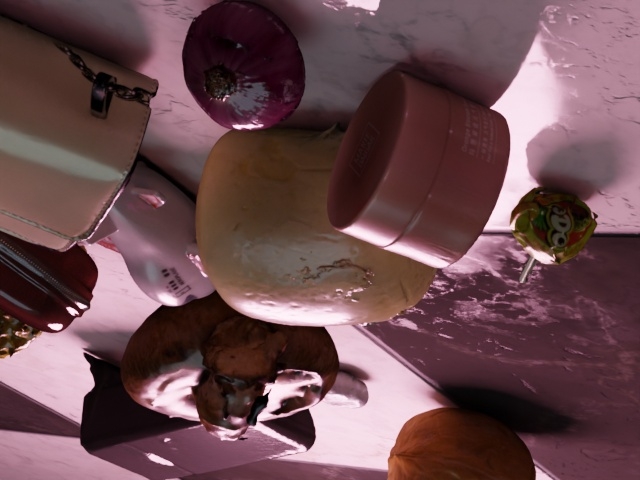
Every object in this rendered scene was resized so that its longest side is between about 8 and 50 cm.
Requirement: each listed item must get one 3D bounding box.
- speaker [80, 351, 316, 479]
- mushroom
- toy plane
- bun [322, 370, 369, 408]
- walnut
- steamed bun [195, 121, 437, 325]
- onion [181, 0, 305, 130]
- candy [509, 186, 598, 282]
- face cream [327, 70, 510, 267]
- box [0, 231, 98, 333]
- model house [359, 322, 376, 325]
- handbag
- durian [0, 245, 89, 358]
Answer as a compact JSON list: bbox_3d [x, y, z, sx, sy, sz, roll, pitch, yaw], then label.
[{"bbox_3d":[-0.199,0.241,2.477,0.388,0.184,0.180,-16,147,36],"label":"speaker"},{"bbox_3d":[-0.109,0.148,2.041,0.263,0.195,0.283,13,178,-18],"label":"mushroom"},{"bbox_3d":[-0.183,-0.004,1.799,0.252,0.118,0.252,19,163,6],"label":"toy plane"},{"bbox_3d":[0.032,0.213,2.333,0.083,0.045,0.083,12,163,4],"label":"bun"},{"bbox_3d":[0.199,0.339,2.335,0.225,0.193,0.193,14,162,-23],"label":"walnut"},{"bbox_3d":[0.000,0.000,1.611,0.232,0.166,0.273,11,160,16],"label":"steamed bun"},{"bbox_3d":[-0.061,-0.150,1.376,0.115,0.104,0.115,18,122,31],"label":"onion"},{"bbox_3d":[0.221,0.005,1.640,0.077,0.073,0.262,32,169,7],"label":"candy"},{"bbox_3d":[0.084,-0.061,1.412,0.104,0.149,0.149,21,159,-18],"label":"face cream"},{"bbox_3d":[-0.427,-0.037,1.794,0.404,0.108,0.263,37,169,-27],"label":"box"},{"bbox_3d":[0.056,0.041,1.796,0.100,0.088,0.100,17,162,-17],"label":"model house"},{"bbox_3d":[-0.355,-0.136,1.523,0.358,0.160,0.236,22,151,-17],"label":"handbag"},{"bbox_3d":[-0.404,0.073,2.131,0.153,0.186,0.260,17,148,-23],"label":"durian"}]
